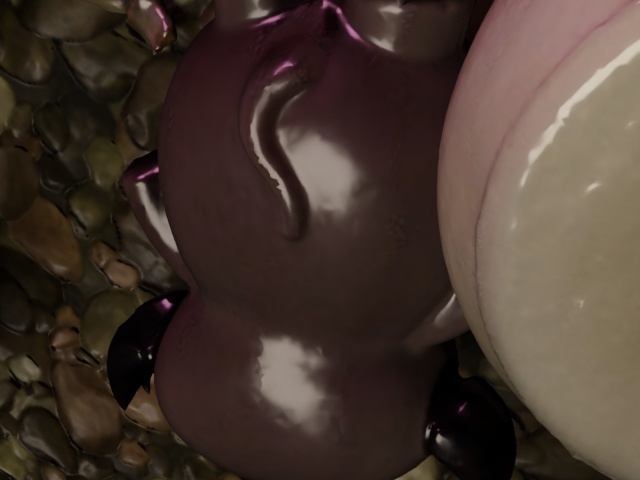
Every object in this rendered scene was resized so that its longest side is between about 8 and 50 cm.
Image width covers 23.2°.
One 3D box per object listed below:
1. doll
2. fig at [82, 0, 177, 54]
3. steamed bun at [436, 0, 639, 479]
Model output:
[{"bbox_3d":[-0.001,0.000,0.610,0.182,0.117,0.257,14,125,20],"label":"doll"},{"bbox_3d":[-0.187,-0.130,0.617,0.148,0.202,0.149,41,148,46],"label":"fig"},{"bbox_3d":[0.153,-0.028,0.495,0.232,0.145,0.232,3,122,4],"label":"steamed bun"}]
